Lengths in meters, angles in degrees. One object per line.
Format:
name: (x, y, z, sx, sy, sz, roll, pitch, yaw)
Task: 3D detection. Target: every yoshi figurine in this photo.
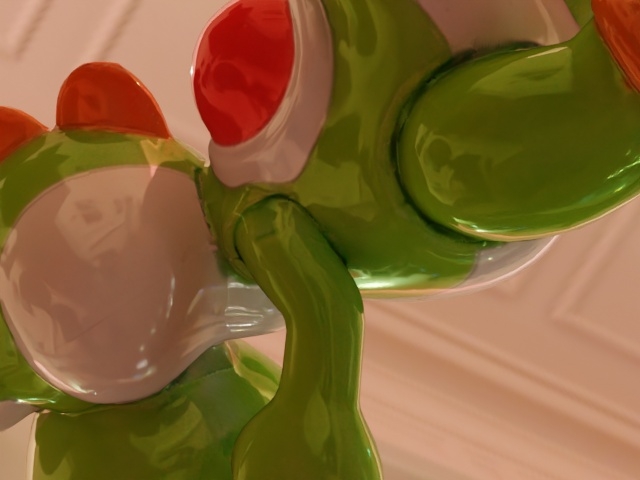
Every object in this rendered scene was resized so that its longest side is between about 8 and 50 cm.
yoshi figurine: (0.014, 0.017, 0.688, 0.362, 0.203, 0.203, -27, -23, 17)
